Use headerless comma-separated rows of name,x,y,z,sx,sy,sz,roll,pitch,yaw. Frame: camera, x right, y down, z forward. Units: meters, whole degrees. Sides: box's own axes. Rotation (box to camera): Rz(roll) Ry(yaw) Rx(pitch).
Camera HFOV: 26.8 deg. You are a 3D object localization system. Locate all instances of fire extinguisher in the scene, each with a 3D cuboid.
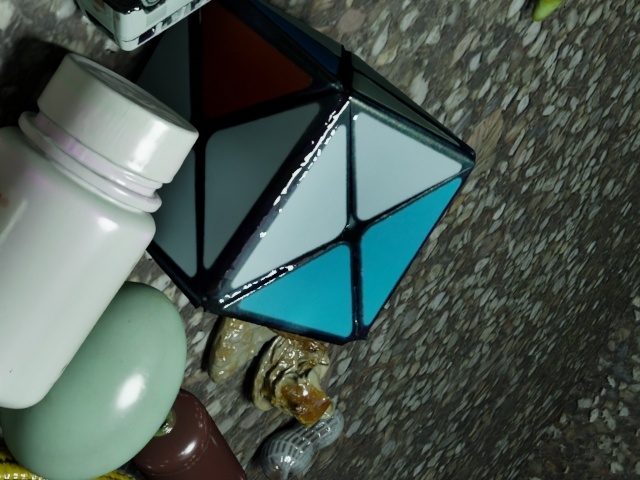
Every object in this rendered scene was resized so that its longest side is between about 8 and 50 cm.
fire extinguisher,-0.184,0.278,1.725,0.135,0.114,0.337,-57,157,-21

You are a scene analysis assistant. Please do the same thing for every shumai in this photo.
shumai,-0.027,0.202,1.893,0.145,0.116,0.145,-41,152,-27

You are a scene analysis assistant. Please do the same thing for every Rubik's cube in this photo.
Rubik's cube,-0.040,-0.073,1.322,0.246,0.250,0.248,18,110,-51

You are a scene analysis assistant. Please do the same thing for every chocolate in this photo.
chocolate,-0.029,0.311,2.084,0.167,0.072,0.072,-37,151,-31

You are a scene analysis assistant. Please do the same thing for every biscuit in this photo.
biscuit,-0.046,0.059,1.768,0.290,0.038,0.141,-38,147,-23

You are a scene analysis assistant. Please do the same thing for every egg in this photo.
egg,-0.236,0.146,1.410,0.231,0.168,0.168,-54,155,-4

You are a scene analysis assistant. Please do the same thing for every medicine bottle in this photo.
medicine bottle,-0.244,-0.011,1.192,0.293,0.170,0.170,-56,155,8

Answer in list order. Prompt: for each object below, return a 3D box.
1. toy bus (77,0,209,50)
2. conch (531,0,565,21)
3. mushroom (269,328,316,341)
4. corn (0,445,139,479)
toy bus,-0.127,-0.247,1.187,0.194,0.087,0.089,-39,159,-27
conch,0.334,-0.383,1.793,0.095,0.079,0.201,-54,175,-28
mushroom,0.000,0.000,1.623,0.253,0.153,0.253,-29,133,-36
corn,-0.301,0.305,1.512,0.131,0.131,0.344,-55,145,6
